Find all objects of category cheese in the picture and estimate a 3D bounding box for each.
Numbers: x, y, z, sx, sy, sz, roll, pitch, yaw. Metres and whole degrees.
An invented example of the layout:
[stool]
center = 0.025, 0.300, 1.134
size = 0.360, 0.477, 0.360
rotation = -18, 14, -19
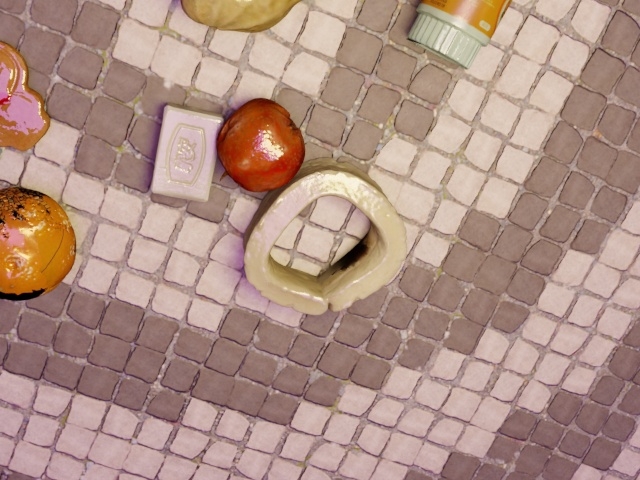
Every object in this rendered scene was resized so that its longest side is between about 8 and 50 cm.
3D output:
[cheese]
center = 0.002, 0.003, 1.486
size = 0.332, 0.153, 0.292
rotation = -42, 107, 10

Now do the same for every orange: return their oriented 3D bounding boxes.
[orange]
center = -0.612, 0.011, 1.423
size = 0.234, 0.182, 0.234
rotation = -6, 109, -17

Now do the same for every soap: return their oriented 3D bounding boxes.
[soap]
center = -0.274, -0.180, 1.446
size = 0.121, 0.064, 0.183
rotation = 10, 108, -11

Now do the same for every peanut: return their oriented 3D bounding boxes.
[peanut]
center = -0.100, -0.499, 1.310
size = 0.340, 0.158, 0.174
rotation = -31, 87, 1

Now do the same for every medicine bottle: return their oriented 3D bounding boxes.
[medicine bottle]
center = 0.300, -0.499, 1.347
size = 0.158, 0.158, 0.318
rotation = 24, 105, -13

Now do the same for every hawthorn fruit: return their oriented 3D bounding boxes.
[hawthorn fruit]
center = -0.132, -0.179, 1.407
size = 0.200, 0.179, 0.179
rotation = -28, 109, 18

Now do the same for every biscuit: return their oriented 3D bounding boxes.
[biscuit]
center = -0.677, -0.315, 1.367
size = 0.202, 0.047, 0.334
rotation = -42, 107, 6

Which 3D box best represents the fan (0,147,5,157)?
[fan]
center = -0.756, -0.177, 1.428
size = 0.240, 0.009, 0.131
rotation = -3, 109, -5
